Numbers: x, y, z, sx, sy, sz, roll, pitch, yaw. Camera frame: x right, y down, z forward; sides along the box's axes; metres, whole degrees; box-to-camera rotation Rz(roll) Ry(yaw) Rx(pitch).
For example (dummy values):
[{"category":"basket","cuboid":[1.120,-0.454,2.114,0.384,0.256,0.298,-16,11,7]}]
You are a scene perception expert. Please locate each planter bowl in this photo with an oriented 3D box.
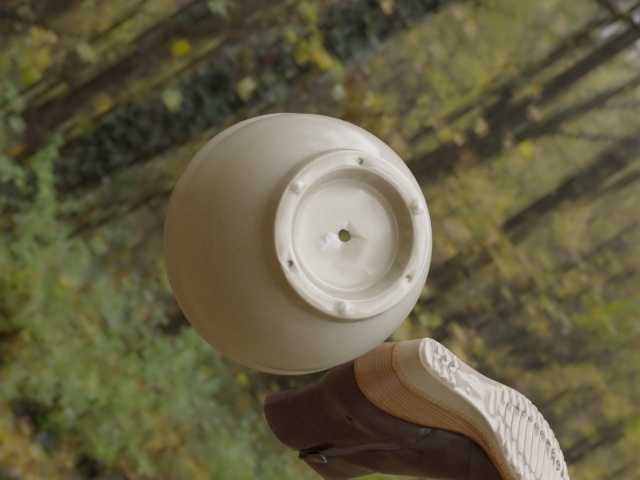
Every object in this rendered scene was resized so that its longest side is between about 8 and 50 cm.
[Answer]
[{"category":"planter bowl","cuboid":[0.000,0.000,1.066,0.162,0.162,0.109,57,-19,-10]}]

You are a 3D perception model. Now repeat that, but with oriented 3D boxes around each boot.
[{"category":"boot","cuboid":[0.093,0.192,1.702,0.248,0.207,0.090,44,43,-22]}]
